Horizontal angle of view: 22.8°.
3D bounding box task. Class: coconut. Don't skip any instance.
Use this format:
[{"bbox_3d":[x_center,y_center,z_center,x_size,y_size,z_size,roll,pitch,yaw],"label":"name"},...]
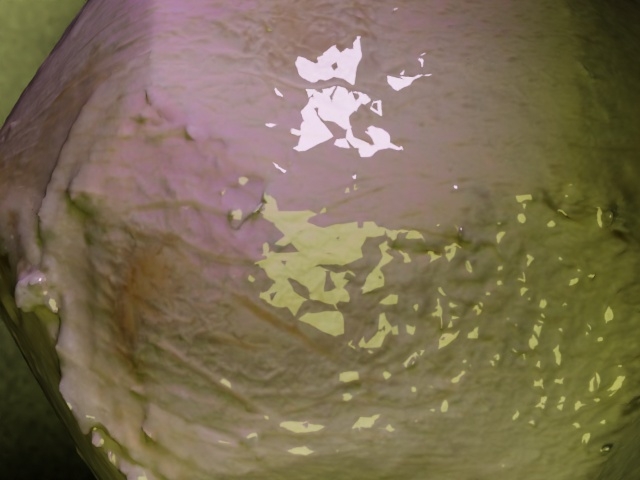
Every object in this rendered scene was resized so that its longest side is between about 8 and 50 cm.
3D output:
[{"bbox_3d":[0.000,0.001,0.517,0.231,0.227,0.227,-3,110,-1],"label":"coconut"}]
